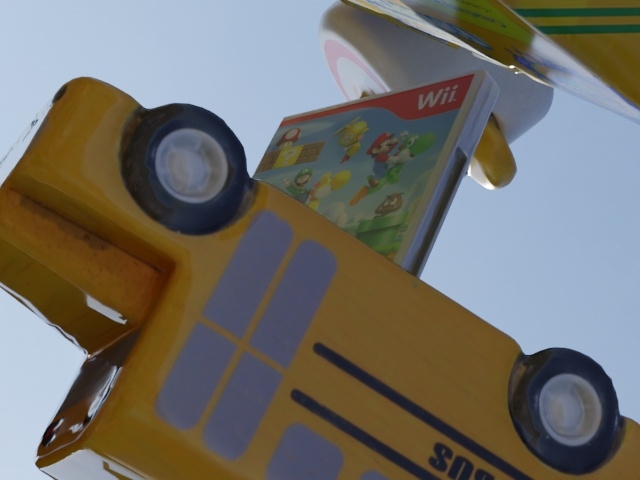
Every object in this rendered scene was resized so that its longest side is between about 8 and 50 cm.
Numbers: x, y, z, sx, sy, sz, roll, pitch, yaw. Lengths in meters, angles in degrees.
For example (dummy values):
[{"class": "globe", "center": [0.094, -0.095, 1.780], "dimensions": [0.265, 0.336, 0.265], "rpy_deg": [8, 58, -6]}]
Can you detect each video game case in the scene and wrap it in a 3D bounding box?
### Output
[{"class": "video game case", "center": [0.000, 0.000, 1.159], "dimensions": [0.204, 0.025, 0.285], "rpy_deg": [-10, -138, 40]}]

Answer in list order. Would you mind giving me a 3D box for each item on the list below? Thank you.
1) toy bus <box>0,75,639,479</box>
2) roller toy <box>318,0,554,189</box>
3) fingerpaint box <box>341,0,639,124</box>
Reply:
[{"class": "toy bus", "center": [0.007, 0.077, 0.642], "dimensions": [0.108, 0.332, 0.130], "rpy_deg": [-30, -149, 62]}, {"class": "roller toy", "center": [0.096, -0.148, 1.416], "dimensions": [0.146, 0.209, 0.191], "rpy_deg": [-37, -162, -9]}, {"class": "fingerpaint box", "center": [0.039, -0.264, 1.061], "dimensions": [0.163, 0.371, 0.445], "rpy_deg": [-58, -145, 2]}]
